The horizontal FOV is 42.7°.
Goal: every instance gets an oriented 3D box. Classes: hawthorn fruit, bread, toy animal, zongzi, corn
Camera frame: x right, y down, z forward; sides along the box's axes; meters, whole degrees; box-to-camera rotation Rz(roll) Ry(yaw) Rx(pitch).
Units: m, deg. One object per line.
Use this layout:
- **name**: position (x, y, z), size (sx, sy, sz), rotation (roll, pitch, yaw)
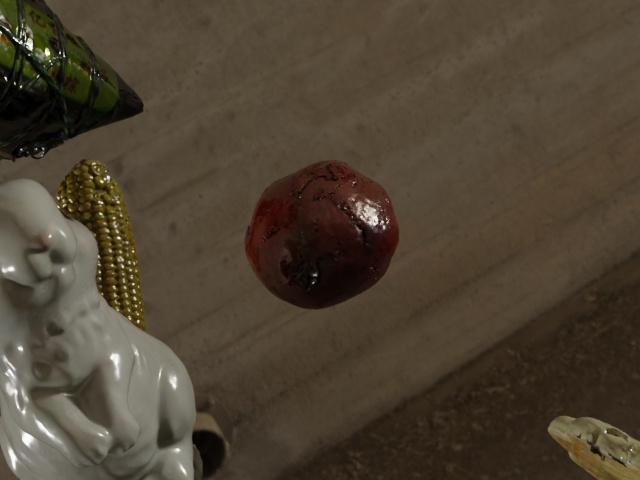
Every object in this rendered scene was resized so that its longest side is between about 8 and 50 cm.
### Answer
- **hawthorn fruit**: position (0.000, 0.000, 0.949), size (0.181, 0.181, 0.235), rotation (-23, 12, 15)
- **bread**: position (0.458, 0.336, 1.112), size (0.054, 0.316, 0.316), rotation (-53, 23, -11)
- **toy animal**: position (-0.240, 0.100, 0.775), size (0.193, 0.358, 0.258), rotation (-21, 27, -12)
- **zongzi**: position (-0.467, -0.299, 1.137), size (0.318, 0.362, 0.383), rotation (-12, -10, 7)
- **corn**: position (-0.308, 0.048, 1.126), size (0.119, 0.322, 0.119), rotation (-10, -11, -2)
